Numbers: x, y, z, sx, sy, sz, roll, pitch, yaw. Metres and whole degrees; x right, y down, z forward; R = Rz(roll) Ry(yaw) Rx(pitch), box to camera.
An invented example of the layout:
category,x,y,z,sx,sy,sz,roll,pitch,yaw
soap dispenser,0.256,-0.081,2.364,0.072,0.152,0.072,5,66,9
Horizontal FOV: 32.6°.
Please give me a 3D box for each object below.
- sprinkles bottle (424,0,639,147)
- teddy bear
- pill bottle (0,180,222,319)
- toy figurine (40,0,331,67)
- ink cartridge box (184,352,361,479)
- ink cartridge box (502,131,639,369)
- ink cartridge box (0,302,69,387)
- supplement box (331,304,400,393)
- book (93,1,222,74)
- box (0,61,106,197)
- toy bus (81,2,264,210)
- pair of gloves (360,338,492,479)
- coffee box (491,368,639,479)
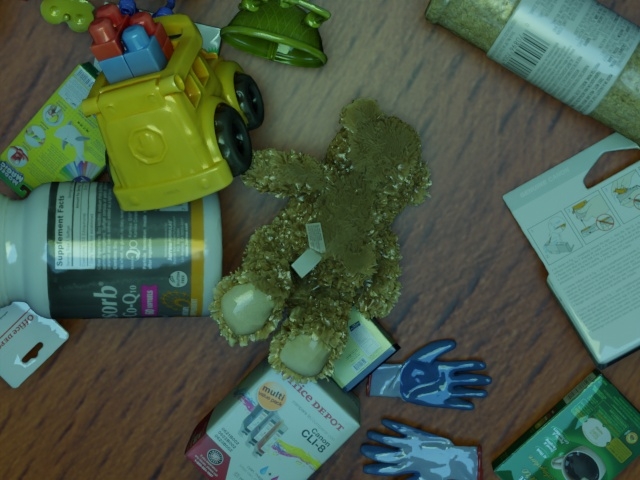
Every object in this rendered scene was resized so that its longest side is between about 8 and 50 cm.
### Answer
category,x,y,z,sx,sy,sz,roll,pitch,yaw
sprinkles bottle,0.298,-0.217,1.257,0.355,0.121,0.121,32,97,2
teddy bear,0.000,0.000,1.263,0.245,0.113,0.338,18,72,-18
pill bottle,-0.256,0.011,1.269,0.278,0.162,0.162,-1,97,-9
toy figurine,-0.145,-0.348,1.236,0.362,0.191,0.217,12,71,-5
ink cartridge box,-0.054,0.224,1.327,0.128,0.127,0.176,44,95,-3
ink cartridge box,0.395,-0.013,1.325,0.275,0.060,0.239,-29,70,5
ink cartridge box,-0.399,0.082,1.352,0.104,0.060,0.180,-43,94,5
supplement box,0.039,0.128,1.341,0.083,0.056,0.083,-41,81,5
book,-0.197,-0.226,1.327,0.144,0.035,0.096,13,101,-1
box,-0.304,-0.116,1.326,0.105,0.043,0.179,44,103,-5
toy bus,-0.172,-0.171,1.187,0.149,0.220,0.211,-13,122,18
pair of gloves,0.132,0.221,1.374,0.159,0.023,0.198,3,93,3
coffee box,0.316,0.261,1.366,0.113,0.040,0.184,45,95,-3
